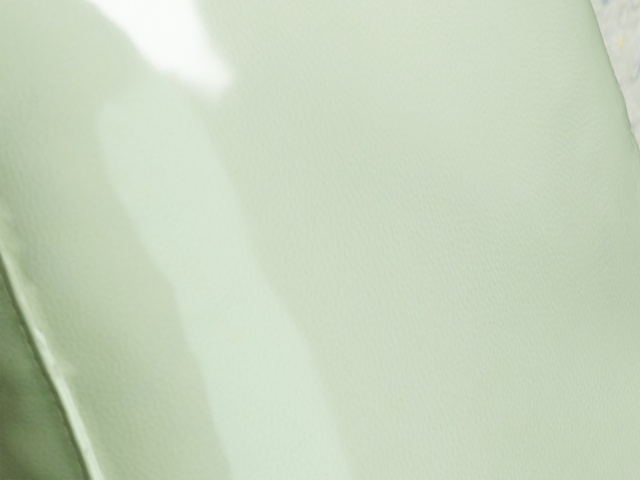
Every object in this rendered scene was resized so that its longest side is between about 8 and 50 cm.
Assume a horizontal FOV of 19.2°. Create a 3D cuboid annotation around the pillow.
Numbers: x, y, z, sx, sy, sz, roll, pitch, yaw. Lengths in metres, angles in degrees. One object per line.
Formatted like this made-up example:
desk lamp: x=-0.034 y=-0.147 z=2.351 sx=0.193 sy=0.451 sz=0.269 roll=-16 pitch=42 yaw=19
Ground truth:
pillow: x=0.000 y=0.000 z=0.508 sx=0.255 sy=0.119 sz=0.322 roll=-36 pitch=112 yaw=-45
